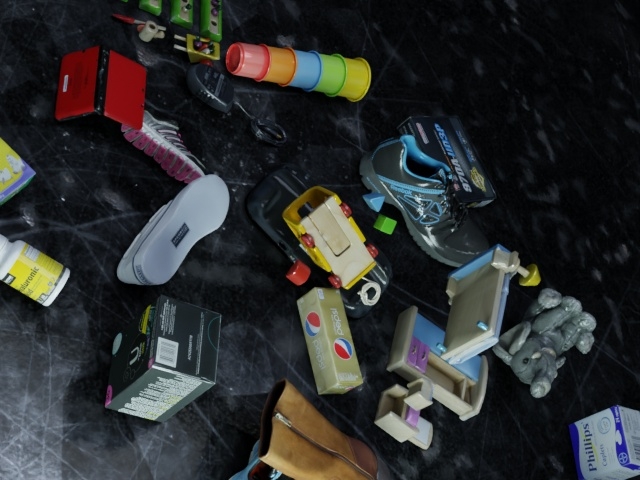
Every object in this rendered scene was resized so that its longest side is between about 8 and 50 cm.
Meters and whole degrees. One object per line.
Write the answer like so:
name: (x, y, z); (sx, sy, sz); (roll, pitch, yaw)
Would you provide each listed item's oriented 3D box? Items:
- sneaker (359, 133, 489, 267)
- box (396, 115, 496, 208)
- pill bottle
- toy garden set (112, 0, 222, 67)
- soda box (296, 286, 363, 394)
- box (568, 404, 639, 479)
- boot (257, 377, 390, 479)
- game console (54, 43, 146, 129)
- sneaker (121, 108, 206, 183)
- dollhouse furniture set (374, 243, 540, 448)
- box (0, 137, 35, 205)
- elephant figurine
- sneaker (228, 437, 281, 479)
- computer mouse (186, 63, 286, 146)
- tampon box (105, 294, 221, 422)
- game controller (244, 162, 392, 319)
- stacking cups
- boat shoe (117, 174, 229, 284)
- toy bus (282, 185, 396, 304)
sneaker: (0.235, -0.076, 1.993); (0.341, 0.139, 0.125); (41, 48, -12)
box: (0.284, -0.174, 2.168); (0.175, 0.051, 0.220); (-7, 68, -43)
pill bottle: (-0.431, 0.040, 1.405); (0.116, 0.065, 0.065); (34, 46, -18)
toy garden set: (-0.290, -0.445, 1.856); (0.244, 0.049, 0.204); (18, 53, -31)
soda box: (0.015, 0.177, 1.698); (0.058, 0.061, 0.181); (7, 59, -38)
box: (0.591, 0.422, 1.974); (0.072, 0.137, 0.126); (18, 52, -30)
boot: (0.011, 0.384, 1.477); (0.280, 0.096, 0.264); (45, 39, -34)
game console: (-0.374, -0.252, 1.648); (0.085, 0.124, 0.144); (59, 24, -55)
sneaker: (-0.262, -0.170, 1.688); (0.170, 0.063, 0.075); (37, 51, -9)
dollhouse furniture set: (0.288, 0.211, 1.734); (0.198, 0.303, 0.286); (34, 46, -17)
box: (-0.530, -0.132, 1.451); (0.179, 0.043, 0.105); (44, 43, -7)
elephant figurine: (0.440, 0.226, 1.976); (0.169, 0.186, 0.239); (31, 66, 27)
sneaker: (-0.079, 0.349, 1.496); (0.063, 0.073, 0.162); (46, 43, -6)
computer mouse: (-0.164, -0.253, 1.854); (0.242, 0.041, 0.071); (38, 43, -25)
tampon box: (-0.232, 0.175, 1.415); (0.101, 0.161, 0.121); (22, 49, -28)
game controller: (0.000, 0.000, 1.816); (0.319, 0.067, 0.166); (46, 58, -6)
stacking cups: (-0.048, -0.356, 1.983); (0.316, 0.096, 0.096); (5, 60, -35)
boat shoe: (-0.245, -0.022, 1.588); (0.258, 0.084, 0.095); (-50, 123, -45)
toy bus: (0.019, 0.001, 1.720); (0.190, 0.104, 0.202); (5, 103, -29)
